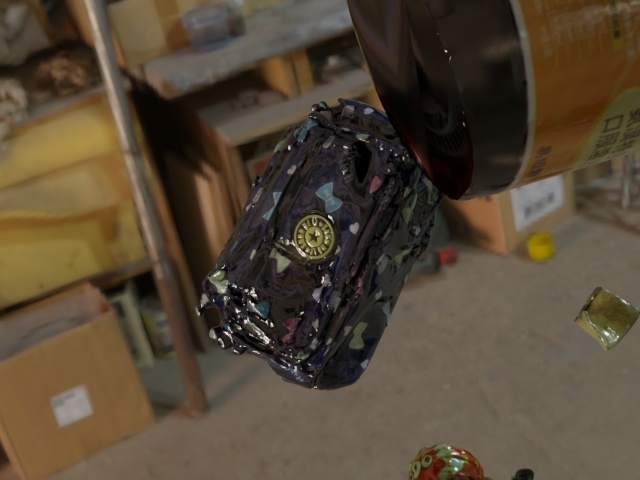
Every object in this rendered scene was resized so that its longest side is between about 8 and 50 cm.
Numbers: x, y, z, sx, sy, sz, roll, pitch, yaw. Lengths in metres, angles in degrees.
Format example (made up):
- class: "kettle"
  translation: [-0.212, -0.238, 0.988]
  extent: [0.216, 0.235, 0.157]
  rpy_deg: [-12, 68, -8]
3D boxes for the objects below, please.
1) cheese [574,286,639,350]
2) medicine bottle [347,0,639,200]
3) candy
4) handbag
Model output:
- class: "cheese"
  translation: [0.315, 0.094, 1.335]
  extent: [0.060, 0.041, 0.084]
  rpy_deg: [37, 38, 17]
- class: "medicine bottle"
  translation: [0.236, -0.191, 0.897]
  extent: [0.395, 0.242, 0.242]
  rpy_deg: [-19, 29, -9]
- class: "candy"
  translation: [0.239, 0.306, 1.432]
  extent: [0.287, 0.078, 0.084]
  rpy_deg: [15, 13, -17]
- class: "handbag"
  translation: [0.000, 0.000, 1.059]
  extent: [0.162, 0.113, 0.260]
  rpy_deg: [29, 92, 32]
